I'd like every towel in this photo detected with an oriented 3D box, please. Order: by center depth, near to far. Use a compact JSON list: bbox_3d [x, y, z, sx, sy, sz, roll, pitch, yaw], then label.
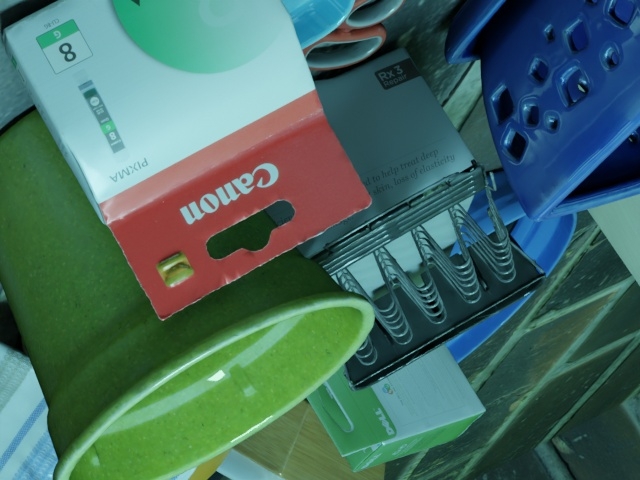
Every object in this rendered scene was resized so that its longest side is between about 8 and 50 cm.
[{"bbox_3d":[-0.266,0.185,1.685,0.209,0.285,0.034,-51,-167,44],"label":"towel"}]

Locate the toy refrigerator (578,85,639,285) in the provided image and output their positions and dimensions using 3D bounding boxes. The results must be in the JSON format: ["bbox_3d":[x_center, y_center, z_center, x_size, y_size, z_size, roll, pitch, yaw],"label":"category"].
[{"bbox_3d":[0.321,-0.081,1.899,0.094,0.269,0.102,-19,158,-34],"label":"toy refrigerator"}]

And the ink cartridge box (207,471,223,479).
[{"bbox_3d":[-0.128,0.225,2.311,0.165,0.065,0.332,-14,154,-42],"label":"ink cartridge box"}]

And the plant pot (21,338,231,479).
[{"bbox_3d":[-0.191,0.122,1.746,0.205,0.205,0.188,-30,147,-8],"label":"plant pot"}]

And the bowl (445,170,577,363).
[{"bbox_3d":[0.136,0.066,2.230,0.391,0.077,0.391,-35,159,-15],"label":"bowl"}]

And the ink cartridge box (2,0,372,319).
[{"bbox_3d":[-0.088,-0.085,1.282,0.181,0.224,0.056,-29,177,-11],"label":"ink cartridge box"}]

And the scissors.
[{"bbox_3d":[-0.040,-0.164,1.483,0.297,0.021,0.109,-15,155,-44],"label":"scissors"}]

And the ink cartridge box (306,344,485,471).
[{"bbox_3d":[0.056,0.164,1.868,0.209,0.109,0.062,-12,154,-42],"label":"ink cartridge box"}]

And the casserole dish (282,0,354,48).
[{"bbox_3d":[-0.051,-0.173,1.391,0.188,0.037,0.114,-30,153,-17],"label":"casserole dish"}]

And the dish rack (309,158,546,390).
[{"bbox_3d":[0.084,0.029,1.617,0.208,0.074,0.271,-31,161,0],"label":"dish rack"}]

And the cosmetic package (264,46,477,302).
[{"bbox_3d":[0.000,0.000,1.768,0.217,0.156,0.385,-25,162,-15],"label":"cosmetic package"}]

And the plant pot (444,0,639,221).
[{"bbox_3d":[0.268,-0.179,1.644,0.236,0.212,0.236,-15,155,-42],"label":"plant pot"}]

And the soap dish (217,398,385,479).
[{"bbox_3d":[-0.064,0.210,2.038,0.118,0.229,0.291,-61,152,-5],"label":"soap dish"}]

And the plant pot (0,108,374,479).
[{"bbox_3d":[-0.140,0.024,1.437,0.276,0.254,0.276,-29,163,-10],"label":"plant pot"}]
